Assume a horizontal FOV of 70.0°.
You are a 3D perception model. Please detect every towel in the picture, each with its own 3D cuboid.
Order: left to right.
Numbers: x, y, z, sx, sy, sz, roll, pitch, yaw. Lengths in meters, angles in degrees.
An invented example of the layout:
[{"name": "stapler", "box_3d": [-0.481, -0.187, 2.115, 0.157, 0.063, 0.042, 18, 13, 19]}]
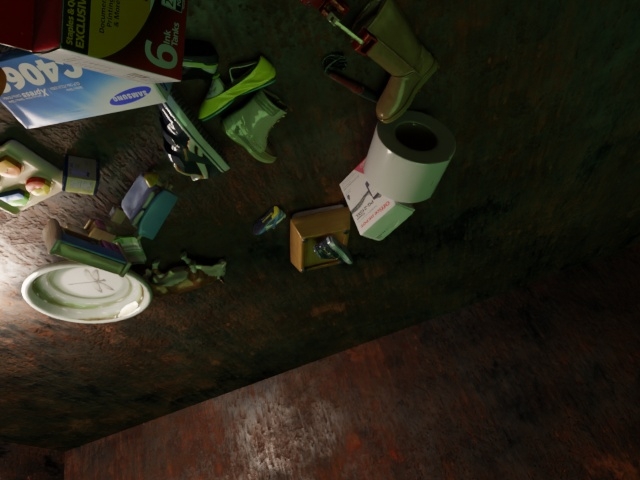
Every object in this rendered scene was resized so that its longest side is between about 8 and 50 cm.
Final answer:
[{"name": "towel", "box_3d": [-0.668, 0.038, 1.567, 0.113, 0.023, 0.152, -10, 146, -15]}]

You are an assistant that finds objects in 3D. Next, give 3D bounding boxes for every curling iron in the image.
[{"name": "curling iron", "box_3d": [0.108, -0.431, 1.264, 0.068, 0.035, 0.274, -39, 142, 27]}]

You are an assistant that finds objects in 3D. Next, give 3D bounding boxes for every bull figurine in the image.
[{"name": "bull figurine", "box_3d": [-0.508, 0.128, 1.712, 0.311, 0.101, 0.188, -20, 143, -3]}]

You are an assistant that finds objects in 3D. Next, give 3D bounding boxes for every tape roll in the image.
[{"name": "tape roll", "box_3d": [0.269, -0.259, 1.407, 0.246, 0.246, 0.169, -8, 146, -17]}]

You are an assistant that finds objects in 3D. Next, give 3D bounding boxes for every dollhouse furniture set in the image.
[{"name": "dollhouse furniture set", "box_3d": [-0.581, -0.105, 1.255, 0.198, 0.286, 0.303, 30, 95, -44]}]

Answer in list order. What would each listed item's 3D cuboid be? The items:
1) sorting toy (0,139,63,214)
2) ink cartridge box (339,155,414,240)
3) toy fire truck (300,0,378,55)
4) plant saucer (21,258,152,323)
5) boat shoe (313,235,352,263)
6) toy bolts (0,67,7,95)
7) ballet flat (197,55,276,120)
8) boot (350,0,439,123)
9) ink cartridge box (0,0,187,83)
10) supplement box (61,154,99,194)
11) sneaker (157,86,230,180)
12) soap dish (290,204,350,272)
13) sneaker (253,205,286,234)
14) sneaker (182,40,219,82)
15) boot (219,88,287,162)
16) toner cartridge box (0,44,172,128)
[{"name": "sorting toy", "box_3d": [-0.806, -0.154, 1.202, 0.208, 0.038, 0.193, -26, 146, 10]}, {"name": "ink cartridge box", "box_3d": [0.184, -0.145, 1.533, 0.100, 0.237, 0.172, 14, 134, -40]}, {"name": "toy fire truck", "box_3d": [0.032, -0.506, 1.025, 0.192, 0.135, 0.047, 14, 135, -40]}, {"name": "plant saucer", "box_3d": [-0.792, 0.156, 1.583, 0.401, 0.100, 0.400, -8, 144, -6]}, {"name": "boat shoe", "box_3d": [0.047, 0.046, 1.693, 0.083, 0.065, 0.183, -27, 141, 17]}, {"name": "toy bolts", "box_3d": [-0.636, -0.382, 0.810, 0.229, 0.218, 0.158, -31, 159, 5]}, {"name": "ballet flat", "box_3d": [-0.223, -0.386, 1.142, 0.231, 0.077, 0.077, -27, 125, 7]}, {"name": "boot", "box_3d": [0.163, -0.462, 1.196, 0.270, 0.089, 0.236, 20, 113, -46]}, {"name": "ink cartridge box", "box_3d": [-0.359, -0.438, 0.725, 0.272, 0.130, 0.309, -3, 103, -49]}, {"name": "supplement box", "box_3d": [-0.637, -0.174, 1.217, 0.083, 0.083, 0.056, 6, 140, -33]}, {"name": "sneaker", "box_3d": [-0.358, -0.260, 1.196, 0.128, 0.126, 0.321, -27, 148, 2]}, {"name": "soap dish", "box_3d": [0.000, 0.000, 1.763, 0.229, 0.118, 0.290, -12, 147, -11]}, {"name": "sneaker", "box_3d": [-0.183, -0.062, 1.639, 0.144, 0.053, 0.059, -36, 146, 26]}, {"name": "sneaker", "box_3d": [-0.345, -0.397, 1.041, 0.235, 0.084, 0.097, -2, 146, -23]}, {"name": "boot", "box_3d": [-0.150, -0.314, 1.271, 0.165, 0.077, 0.213, -35, 143, 19]}, {"name": "toner cartridge box", "box_3d": [-0.510, -0.345, 0.954, 0.348, 0.075, 0.165, -8, 146, 11]}]
